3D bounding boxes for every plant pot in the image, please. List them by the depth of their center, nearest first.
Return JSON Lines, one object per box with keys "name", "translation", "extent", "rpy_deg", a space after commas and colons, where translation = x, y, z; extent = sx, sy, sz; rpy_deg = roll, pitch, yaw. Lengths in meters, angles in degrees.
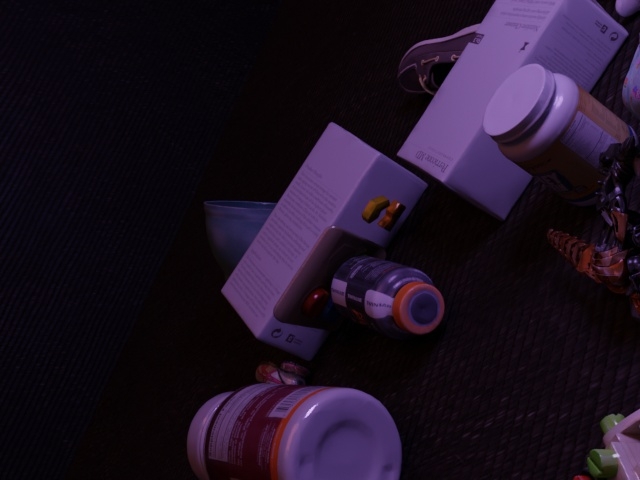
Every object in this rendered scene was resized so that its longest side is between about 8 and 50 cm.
{"name": "plant pot", "translation": [-0.140, 0.011, 1.990], "extent": [0.293, 0.293, 0.196], "rpy_deg": [-162, 75, -67]}

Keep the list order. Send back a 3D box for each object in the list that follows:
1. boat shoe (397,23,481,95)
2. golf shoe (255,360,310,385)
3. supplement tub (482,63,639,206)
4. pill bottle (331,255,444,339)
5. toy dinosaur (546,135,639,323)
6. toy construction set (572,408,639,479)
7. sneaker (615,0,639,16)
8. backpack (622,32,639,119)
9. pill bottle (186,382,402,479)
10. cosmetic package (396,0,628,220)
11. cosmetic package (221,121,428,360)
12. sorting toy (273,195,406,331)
{"name": "boat shoe", "translation": [0.268, -0.371, 1.780], "extent": [0.324, 0.116, 0.097], "rpy_deg": [-7, 52, 55]}
{"name": "golf shoe", "translation": [-0.095, 0.304, 1.761], "extent": [0.186, 0.067, 0.086], "rpy_deg": [-13, 52, 60]}
{"name": "supplement tub", "translation": [0.355, -0.156, 1.222], "extent": [0.144, 0.199, 0.144], "rpy_deg": [-46, 26, 30]}
{"name": "pill bottle", "translation": [0.123, 0.103, 1.474], "extent": [0.130, 0.130, 0.245], "rpy_deg": [-62, 22, -6]}
{"name": "toy dinosaur", "translation": [0.400, -0.004, 1.031], "extent": [0.322, 0.164, 0.218], "rpy_deg": [9, 86, 44]}
{"name": "toy construction set", "translation": [0.355, 0.244, 0.796], "extent": [0.328, 0.151, 0.215], "rpy_deg": [-78, 3, -53]}
{"name": "sneaker", "translation": [0.547, -0.419, 1.338], "extent": [0.152, 0.053, 0.061], "rpy_deg": [-42, 31, 34]}
{"name": "backpack", "translation": [0.500, -0.241, 1.127], "extent": [0.115, 0.152, 0.182], "rpy_deg": [-143, 71, -73]}
{"name": "pill bottle", "translation": [-0.063, 0.358, 1.402], "extent": [0.392, 0.224, 0.224], "rpy_deg": [-13, 51, 56]}
{"name": "cosmetic package", "translation": [0.327, -0.250, 1.452], "extent": [0.385, 0.156, 0.217], "rpy_deg": [-57, 25, 4]}
{"name": "cosmetic package", "translation": [0.000, 0.000, 1.766], "extent": [0.453, 0.161, 0.230], "rpy_deg": [-57, 35, 7]}
{"name": "sorting toy", "translation": [0.055, 0.046, 1.609], "extent": [0.041, 0.229, 0.307], "rpy_deg": [37, 97, 31]}
